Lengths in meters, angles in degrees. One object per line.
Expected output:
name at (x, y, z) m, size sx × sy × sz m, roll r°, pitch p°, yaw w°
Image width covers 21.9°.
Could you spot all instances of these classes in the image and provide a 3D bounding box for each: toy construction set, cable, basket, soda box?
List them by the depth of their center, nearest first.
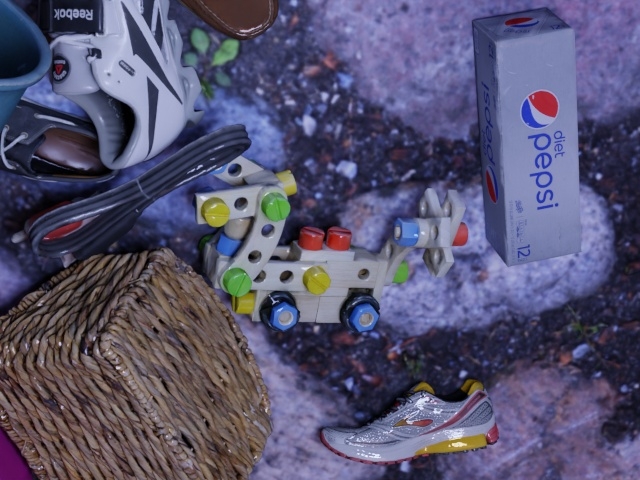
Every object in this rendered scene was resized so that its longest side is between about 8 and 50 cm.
cable at (-0.214, -0.058, 1.782) m, size 0.287 × 0.072 × 0.139 m, roll -36°, pitch 159°, yaw 22°
toy construction set at (0.000, 0.000, 1.900) m, size 0.327 × 0.151 × 0.215 m, roll 7°, pitch 109°, yaw -9°
basket at (-0.221, 0.163, 1.901) m, size 0.223 × 0.213 × 0.299 m, roll -11°, pitch 124°, yaw 32°
soda box at (0.243, -0.120, 1.937) m, size 0.098 × 0.091 × 0.286 m, roll -11°, pitch 116°, yaw -9°

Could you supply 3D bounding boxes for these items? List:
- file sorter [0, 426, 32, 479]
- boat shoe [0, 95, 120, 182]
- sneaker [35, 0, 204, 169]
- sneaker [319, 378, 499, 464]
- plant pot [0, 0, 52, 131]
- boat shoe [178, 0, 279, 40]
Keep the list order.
file sorter at (-0.437, 0.267, 1.809) m, size 0.182 × 0.291 × 0.202 m, roll -27°, pitch 118°, yaw 0°
boat shoe at (-0.327, -0.110, 1.788) m, size 0.233 × 0.079 × 0.084 m, roll 11°, pitch 110°, yaw -18°
sneaker at (-0.231, -0.223, 1.710) m, size 0.146 × 0.122 × 0.331 m, roll -47°, pitch 125°, yaw -40°
sneaker at (0.107, 0.224, 2.069) m, size 0.225 × 0.088 × 0.093 m, roll -9°, pitch 95°, yaw -12°
plant pot at (-0.483, -0.101, 1.616) m, size 0.341 × 0.341 × 0.334 m, roll 19°, pitch 113°, yaw -22°
boat shoe at (-0.139, -0.325, 1.728) m, size 0.110 × 0.104 × 0.307 m, roll -36°, pitch 118°, yaw 2°
